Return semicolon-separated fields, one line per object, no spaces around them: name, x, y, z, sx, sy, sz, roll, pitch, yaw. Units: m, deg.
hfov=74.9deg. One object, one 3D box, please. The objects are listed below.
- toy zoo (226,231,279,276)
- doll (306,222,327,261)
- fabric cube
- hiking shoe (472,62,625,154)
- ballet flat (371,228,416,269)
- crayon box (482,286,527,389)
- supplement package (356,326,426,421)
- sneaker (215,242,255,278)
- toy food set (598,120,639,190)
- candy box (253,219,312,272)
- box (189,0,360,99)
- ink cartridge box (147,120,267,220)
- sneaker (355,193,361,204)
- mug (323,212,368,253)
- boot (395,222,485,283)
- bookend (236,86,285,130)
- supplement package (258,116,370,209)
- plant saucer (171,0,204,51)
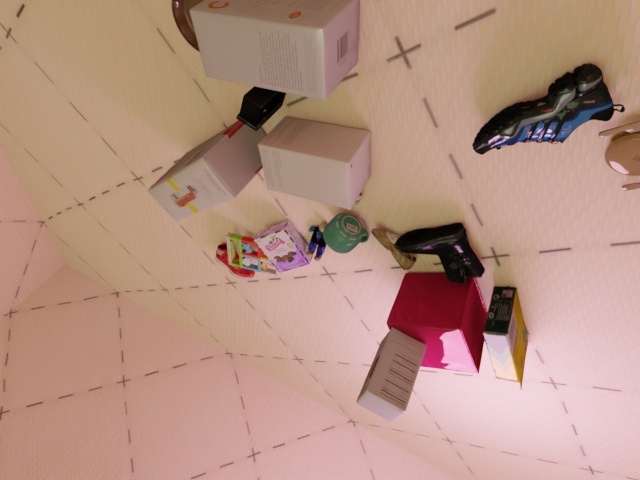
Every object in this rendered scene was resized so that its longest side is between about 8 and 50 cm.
toy zoo;-0.278;0.072;1.885;0.292;0.030;0.193;13;136;5
doll;0.000;0.000;1.641;0.129;0.046;0.189;32;137;15
fabric cube;0.426;0.284;1.488;0.257;0.259;0.254;-5;128;36
hiking shoe;0.499;-0.259;0.958;0.132;0.113;0.304;46;140;-16
ballet flat;0.266;0.017;1.476;0.067;0.073;0.206;-37;111;22
crayon box;0.645;0.340;1.440;0.081;0.202;0.319;-1;131;36
supplement package;0.235;0.440;1.378;0.133;0.244;0.139;27;141;7
sneaker;-0.411;0.094;1.999;0.221;0.087;0.128;26;143;6
toy food set;0.721;-0.199;0.941;0.132;0.039;0.192;-8;133;49
candy box;-0.152;0.027;1.732;0.164;0.070;0.196;-18;122;30
box;-0.102;-0.498;1.028;0.344;0.215;0.168;18;141;18
ink cartridge box;-0.378;-0.243;1.450;0.384;0.279;0.160;-12;125;43
sneaker;0.048;-0.168;1.406;0.185;0.070;0.084;19;135;18
mug;0.097;-0.036;1.486;0.130;0.157;0.097;54;141;11
boot;0.396;0.057;1.389;0.246;0.094;0.207;-13;121;35
bookend;-0.157;-0.426;1.194;0.072;0.156;0.157;32;142;0
supplement package;-0.011;-0.241;1.278;0.292;0.178;0.176;16;139;21
plant saucer;-0.330;-0.631;1.187;0.198;0.036;0.199;20;141;17
